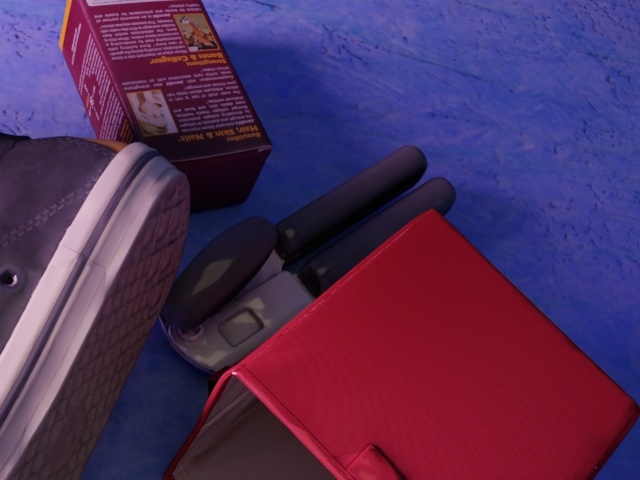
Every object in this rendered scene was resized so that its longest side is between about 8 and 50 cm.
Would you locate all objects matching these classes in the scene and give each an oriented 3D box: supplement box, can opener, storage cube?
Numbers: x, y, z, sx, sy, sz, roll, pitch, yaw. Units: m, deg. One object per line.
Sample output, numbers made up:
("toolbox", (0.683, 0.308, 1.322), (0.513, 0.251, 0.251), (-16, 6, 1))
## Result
("supplement box", (-0.128, -0.117, 0.789), (0.104, 0.081, 0.188), (-12, 64, -29))
("can opener", (0.000, 0.000, 0.754), (0.283, 0.095, 0.076), (-33, 75, -30))
("storage cube", (0.046, 0.130, 0.632), (0.215, 0.184, 0.193), (45, 53, 10))

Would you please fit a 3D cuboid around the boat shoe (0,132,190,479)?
("boat shoe", (-0.233, 0.133, 0.518), (0.155, 0.187, 0.500), (20, 58, 6))
